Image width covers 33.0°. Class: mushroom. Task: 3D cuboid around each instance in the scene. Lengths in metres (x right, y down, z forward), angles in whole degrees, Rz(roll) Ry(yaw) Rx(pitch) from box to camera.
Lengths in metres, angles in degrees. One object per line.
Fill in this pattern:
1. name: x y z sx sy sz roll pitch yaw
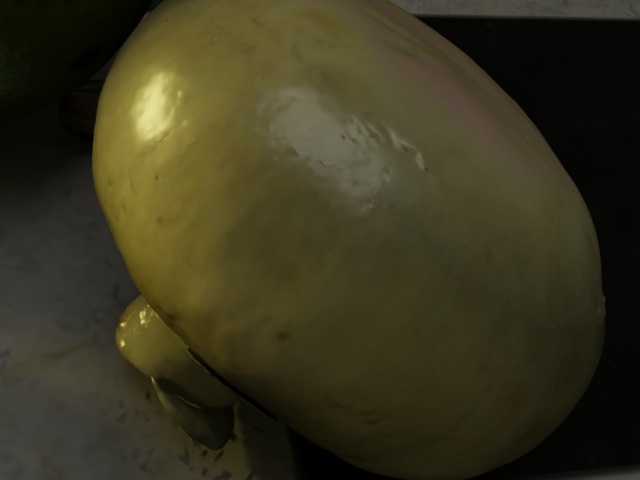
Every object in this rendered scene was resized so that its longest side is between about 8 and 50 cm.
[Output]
1. mushroom: 0.000 0.000 0.474 0.246 0.202 0.246 46 15 -16

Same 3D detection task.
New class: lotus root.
1. lotus root: -0.105 -0.070 0.609 0.083 0.030 0.037 1 80 -9

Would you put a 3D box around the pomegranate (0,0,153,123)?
1. pomegranate: -0.226 -0.161 0.553 0.358 0.216 0.310 -35 49 -1
